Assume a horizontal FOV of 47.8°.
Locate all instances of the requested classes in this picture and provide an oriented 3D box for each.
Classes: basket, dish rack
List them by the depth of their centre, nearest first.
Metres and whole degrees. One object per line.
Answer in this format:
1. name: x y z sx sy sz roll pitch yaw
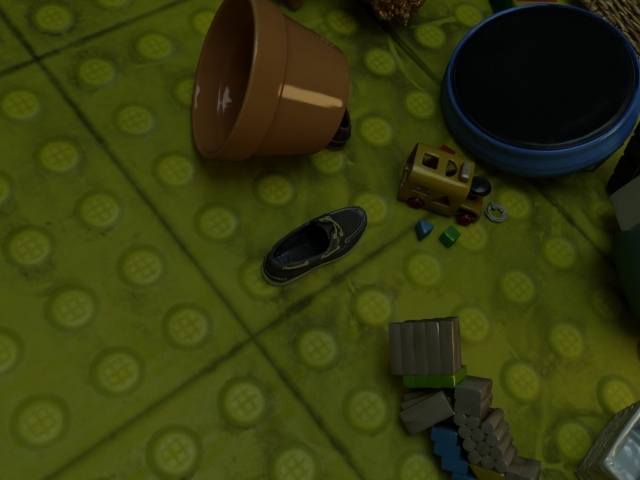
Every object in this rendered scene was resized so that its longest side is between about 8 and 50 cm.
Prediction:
1. basket: 0.514 0.352 1.175 0.113 0.103 0.167 44 62 11
2. dish rack: 0.711 -0.195 1.461 0.272 0.208 0.074 -22 55 -25
3. basket: 0.725 -0.542 1.662 0.223 0.213 0.299 -43 93 12

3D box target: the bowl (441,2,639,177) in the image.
1. bowl: 0.439 -0.312 1.443 0.391 0.077 0.391 -4 65 8

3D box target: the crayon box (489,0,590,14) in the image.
1. crayon box: 0.519 -0.477 1.626 0.202 0.081 0.318 -4 63 -16

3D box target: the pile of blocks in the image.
1. pile of blocks: 0.227 0.281 1.158 0.362 0.149 0.113 64 23 10

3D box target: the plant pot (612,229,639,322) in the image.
1. plant pot: 0.667 0.089 1.277 0.290 0.290 0.195 5 88 -11

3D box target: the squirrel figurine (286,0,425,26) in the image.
1. squirrel figurine: 0.068 -0.634 1.498 0.397 0.281 0.370 40 67 11

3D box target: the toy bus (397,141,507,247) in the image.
1. toy bus: 0.248 -0.106 1.351 0.202 0.104 0.191 -24 71 -23

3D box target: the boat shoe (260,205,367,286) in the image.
1. boat shoe: 0.000 0.000 1.254 0.228 0.068 0.081 -33 75 -26

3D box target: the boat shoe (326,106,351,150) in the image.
1. boat shoe: 0.016 -0.277 1.404 0.073 0.073 0.207 -12 65 -18

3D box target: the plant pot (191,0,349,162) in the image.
1. plant pot: -0.083 -0.267 1.272 0.204 0.291 0.290 9 60 -27

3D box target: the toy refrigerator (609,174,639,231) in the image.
1. toy refrigerator: 0.709 -0.058 1.409 0.270 0.102 0.094 5 61 -26

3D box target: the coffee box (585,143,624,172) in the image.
1. coffee box: 0.571 -0.246 1.501 0.040 0.113 0.184 11 59 -11
